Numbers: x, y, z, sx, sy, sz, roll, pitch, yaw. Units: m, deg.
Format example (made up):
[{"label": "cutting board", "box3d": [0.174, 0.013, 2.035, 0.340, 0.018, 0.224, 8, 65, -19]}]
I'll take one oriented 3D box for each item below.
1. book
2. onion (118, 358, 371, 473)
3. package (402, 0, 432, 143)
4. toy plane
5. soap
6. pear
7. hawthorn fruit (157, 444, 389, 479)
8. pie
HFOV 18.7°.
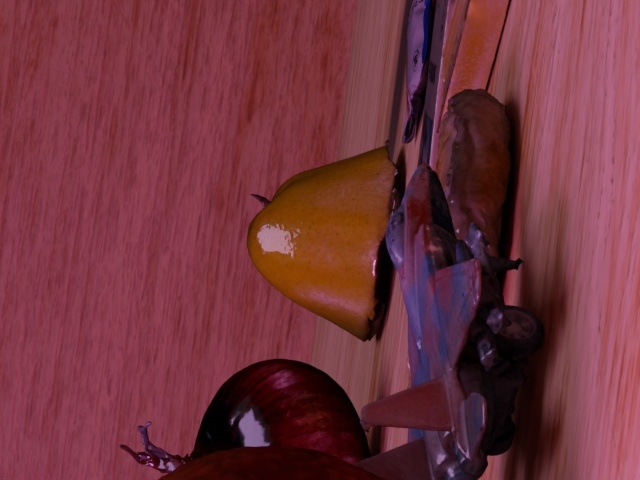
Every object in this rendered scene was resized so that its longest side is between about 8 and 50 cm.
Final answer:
[{"label": "book", "box3d": [0.113, -0.115, 1.888, 0.215, 0.025, 0.282, -98, 14, -83]}, {"label": "onion", "box3d": [-0.071, 0.268, 2.178, 0.273, 0.285, 0.273, -179, 90, -66]}, {"label": "package", "box3d": [0.110, -0.220, 2.181, 0.173, 0.027, 0.171, 96, 180, -62]}, {"label": "toy plane", "box3d": [0.085, 0.053, 1.263, 0.326, 0.104, 0.223, -80, 0, -51]}, {"label": "soap", "box3d": [0.133, -0.204, 1.607, 0.252, 0.037, 0.092, 100, 178, -47]}, {"label": "pear", "box3d": [0.000, 0.000, 2.359, 0.267, 0.178, 0.266, -177, 90, -89]}, {"label": "hawthorn fruit", "box3d": [-0.026, 0.286, 1.108, 0.369, 0.285, 0.284, 96, 180, -60]}, {"label": "pie", "box3d": [0.100, 0.020, 1.486, 0.274, 0.055, 0.274, -172, 90, -88]}]
